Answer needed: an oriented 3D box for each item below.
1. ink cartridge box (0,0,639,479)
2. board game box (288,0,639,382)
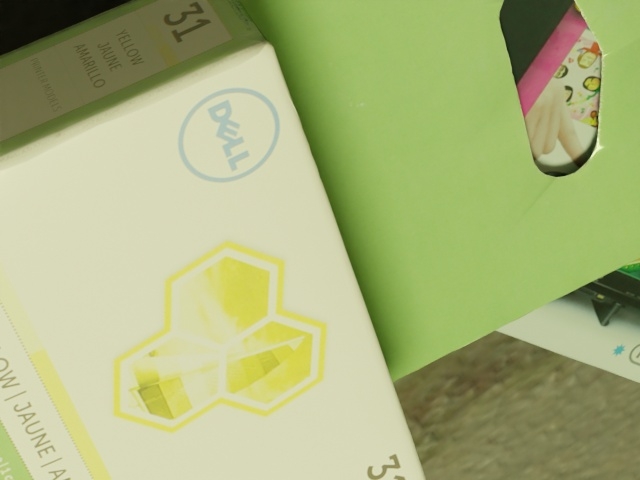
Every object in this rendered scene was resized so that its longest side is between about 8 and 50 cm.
[{"bbox_3d":[0.000,0.000,0.524,0.235,0.056,0.171,-24,129,-5],"label":"ink cartridge box"},{"bbox_3d":[0.113,-0.115,0.591,0.224,0.097,0.303,20,111,-35],"label":"board game box"}]
